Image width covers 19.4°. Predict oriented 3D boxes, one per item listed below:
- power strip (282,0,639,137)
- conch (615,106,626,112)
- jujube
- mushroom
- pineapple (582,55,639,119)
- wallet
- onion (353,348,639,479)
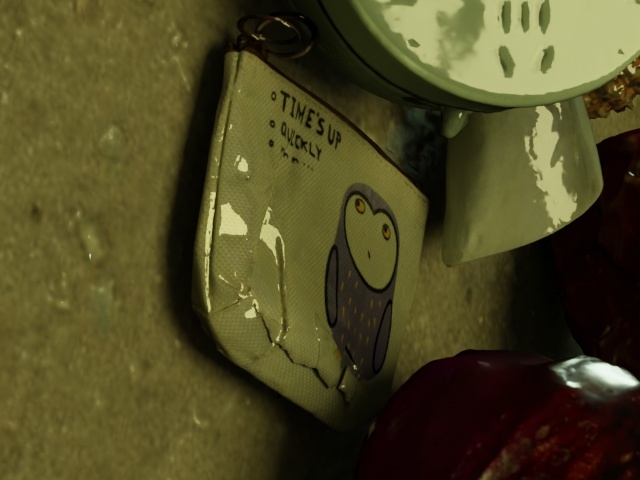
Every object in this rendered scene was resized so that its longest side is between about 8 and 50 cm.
[{"bbox_3d":[0.132,-0.261,1.520,0.358,0.161,0.357,-1,93,-19],"label":"power strip"},{"bbox_3d":[0.317,-0.244,1.967,0.080,0.086,0.232,-54,134,-63],"label":"conch"},{"bbox_3d":[0.374,0.064,1.828,0.276,0.276,0.376,36,35,-48],"label":"jujube"},{"bbox_3d":[0.137,-0.190,1.674,0.177,0.126,0.397,-23,99,-39],"label":"mushroom"},{"bbox_3d":[0.338,-0.223,1.849,0.279,0.158,0.157,-22,111,-11],"label":"pineapple"},{"bbox_3d":[-0.002,-0.001,1.533,0.335,0.068,0.274,39,59,-50],"label":"wallet"},{"bbox_3d":[0.159,0.307,1.514,0.420,0.398,0.398,-46,128,-15],"label":"onion"}]
